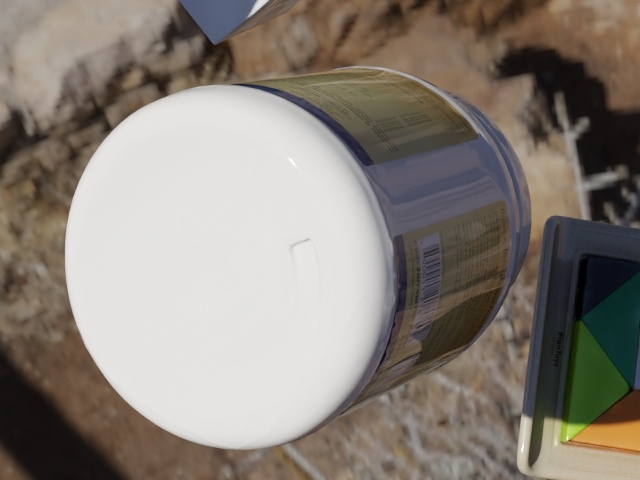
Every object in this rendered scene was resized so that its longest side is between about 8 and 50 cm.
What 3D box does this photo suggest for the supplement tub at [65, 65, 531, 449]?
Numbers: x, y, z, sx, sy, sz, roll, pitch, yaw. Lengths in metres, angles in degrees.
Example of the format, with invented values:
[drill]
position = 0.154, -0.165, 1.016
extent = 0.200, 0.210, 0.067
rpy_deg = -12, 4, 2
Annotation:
[supplement tub]
position = 0.000, 0.000, 1.265
extent = 0.228, 0.228, 0.316
rpy_deg = 12, 13, 25

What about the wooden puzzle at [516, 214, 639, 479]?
[wooden puzzle]
position = 0.289, 0.102, 1.580
extent = 0.239, 0.044, 0.221
rpy_deg = 9, 82, -14

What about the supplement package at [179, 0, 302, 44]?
[supplement package]
position = -0.043, -0.311, 1.767
extent = 0.194, 0.149, 0.203
rpy_deg = -38, 1, 24
